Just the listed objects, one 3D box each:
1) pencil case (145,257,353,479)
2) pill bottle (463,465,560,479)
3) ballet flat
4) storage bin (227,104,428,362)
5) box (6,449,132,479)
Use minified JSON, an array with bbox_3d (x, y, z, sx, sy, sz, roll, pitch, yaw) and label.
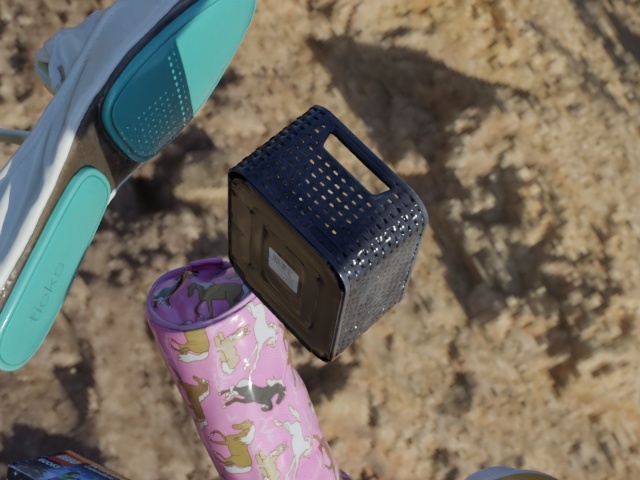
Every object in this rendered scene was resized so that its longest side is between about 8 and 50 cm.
[{"bbox_3d":[-0.075,0.203,1.498,0.167,0.160,0.386,-36,120,-30],"label":"pencil case"},{"bbox_3d":[0.157,0.237,0.884,0.117,0.117,0.215,52,-2,-16],"label":"pill bottle"},{"bbox_3d":[-0.204,-0.086,1.009,0.139,0.400,0.139,29,-15,8],"label":"ballet flat"},{"bbox_3d":[0.000,0.000,0.933,0.122,0.084,0.180,45,-20,16],"label":"storage bin"},{"bbox_3d":[-0.099,0.239,0.603,0.044,0.159,0.233,-3,106,-54],"label":"box"}]
